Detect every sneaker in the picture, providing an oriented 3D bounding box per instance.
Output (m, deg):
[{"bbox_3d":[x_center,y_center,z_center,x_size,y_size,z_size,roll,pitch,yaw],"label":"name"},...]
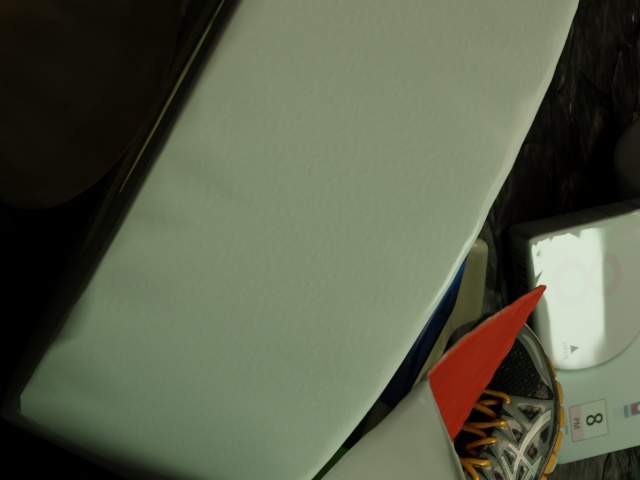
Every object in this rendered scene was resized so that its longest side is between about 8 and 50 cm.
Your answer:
[{"bbox_3d":[0.105,0.149,0.984,0.083,0.084,0.215,29,66,-53],"label":"sneaker"}]

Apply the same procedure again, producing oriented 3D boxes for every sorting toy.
[{"bbox_3d":[0.027,0.097,0.806,0.196,0.047,0.348,-62,169,-12],"label":"sorting toy"}]

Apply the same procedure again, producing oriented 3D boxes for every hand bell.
[{"bbox_3d":[-0.175,-0.100,0.485,0.242,0.126,0.126,20,72,-46],"label":"hand bell"}]

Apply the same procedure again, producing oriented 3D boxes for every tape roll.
[{"bbox_3d":[-0.014,-0.040,0.569,0.100,0.286,0.286,28,55,-9],"label":"tape roll"}]

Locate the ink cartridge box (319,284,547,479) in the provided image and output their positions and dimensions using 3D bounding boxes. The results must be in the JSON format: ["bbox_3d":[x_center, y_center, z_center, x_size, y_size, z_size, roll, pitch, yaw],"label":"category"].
[{"bbox_3d":[-0.011,0.214,0.604,0.385,0.091,0.308,-32,153,-56],"label":"ink cartridge box"}]

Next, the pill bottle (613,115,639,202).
[{"bbox_3d":[0.398,0.067,1.366,0.224,0.224,0.392,-58,139,-44],"label":"pill bottle"}]

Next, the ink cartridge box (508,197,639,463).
[{"bbox_3d":[0.270,0.056,1.158,0.066,0.232,0.189,-122,-158,-73],"label":"ink cartridge box"}]
